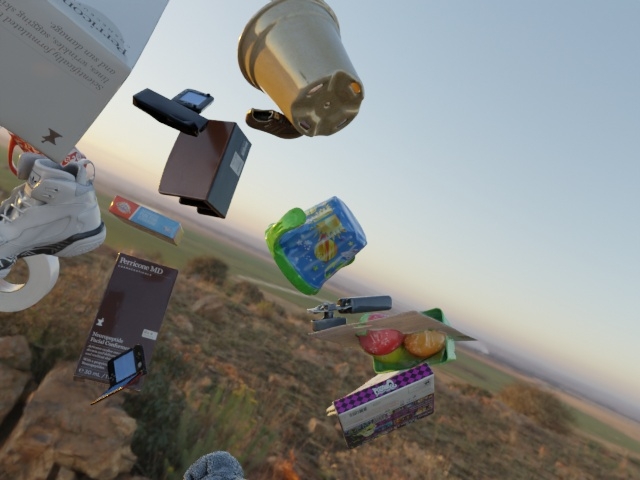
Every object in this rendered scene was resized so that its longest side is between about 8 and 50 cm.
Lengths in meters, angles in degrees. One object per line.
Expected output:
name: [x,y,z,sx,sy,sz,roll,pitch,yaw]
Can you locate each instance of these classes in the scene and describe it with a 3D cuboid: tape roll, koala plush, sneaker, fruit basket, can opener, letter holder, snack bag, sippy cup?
tape roll: [-1.063,0.097,1.844,0.286,0.286,0.100,24,6,-12]
koala plush: [-0.210,0.611,1.261,0.221,0.203,0.196,-11,-40,43]
sneaker: [-0.607,-0.051,1.053,0.366,0.210,0.137,-19,45,-41]
fruit basket: [0.201,0.248,1.445,0.327,0.165,0.353,-20,-36,35]
can opener: [0.086,0.210,1.526,0.284,0.095,0.076,0,-6,-36]
letter holder: [-0.403,-0.255,1.862,0.215,0.301,0.152,10,-18,20]
snack bag: [0.202,0.453,1.723,0.037,0.343,0.323,58,-28,11]
sneaker: [-0.130,-0.352,1.604,0.189,0.066,0.071,7,-16,-12]
sippy cup: [0.000,0.000,1.506,0.240,0.224,0.305,54,13,-4]

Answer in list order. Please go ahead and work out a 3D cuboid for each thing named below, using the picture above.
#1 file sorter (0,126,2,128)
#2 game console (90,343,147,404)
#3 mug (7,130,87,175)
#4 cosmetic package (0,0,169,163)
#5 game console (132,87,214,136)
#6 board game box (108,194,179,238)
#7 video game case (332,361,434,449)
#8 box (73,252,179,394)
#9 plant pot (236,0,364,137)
file sorter: [-0.710,-0.296,0.940,0.173,0.192,0.277,2,-38,37]
game console: [-0.535,0.350,1.408,0.085,0.144,0.124,21,46,-55]
mug: [-0.659,-0.211,1.264,0.113,0.150,0.169,30,-23,24]
cosmetic package: [-0.318,-0.291,0.641,0.217,0.156,0.385,36,25,-31]
game console: [-0.446,-0.437,1.717,0.213,0.044,0.361,26,26,-8]
board game box: [-0.648,-0.067,2.031,0.242,0.064,0.316,25,-10,-9]
video game case: [0.153,0.388,1.243,0.210,0.232,0.041,75,-9,-48]
box: [-0.576,0.250,1.609,0.191,0.381,0.143,18,-27,-16]
plant pot: [-0.034,-0.474,1.548,0.334,0.334,0.305,26,30,-53]
